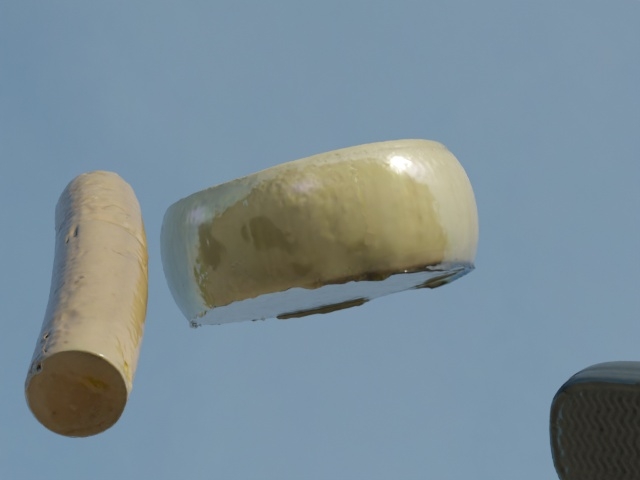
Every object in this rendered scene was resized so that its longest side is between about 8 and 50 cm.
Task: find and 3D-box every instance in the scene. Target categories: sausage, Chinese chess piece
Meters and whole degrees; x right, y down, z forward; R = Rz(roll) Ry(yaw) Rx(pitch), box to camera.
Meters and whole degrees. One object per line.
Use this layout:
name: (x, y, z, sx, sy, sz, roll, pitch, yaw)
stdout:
sausage: (-0.135, 0.026, 1.105, 0.065, 0.301, 0.066, -2, -66, -4)
Chinese chess piece: (0.000, 0.000, 1.433, 0.249, 0.250, 0.103, -13, -97, 2)

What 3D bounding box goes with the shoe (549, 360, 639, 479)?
shoe: (0.239, 0.103, 0.949, 0.241, 0.093, 0.108, 5, -72, 37)
